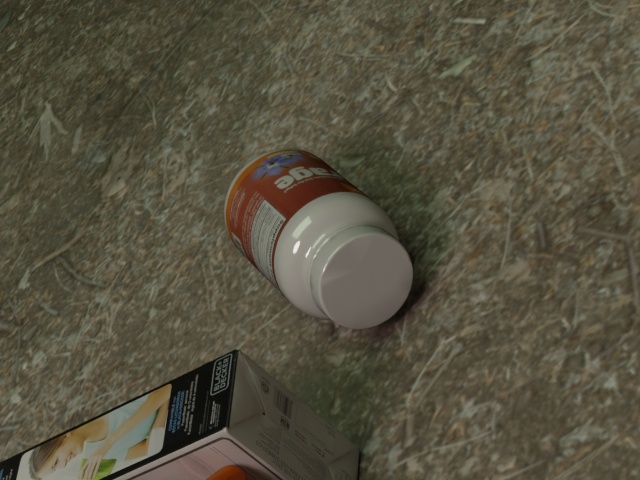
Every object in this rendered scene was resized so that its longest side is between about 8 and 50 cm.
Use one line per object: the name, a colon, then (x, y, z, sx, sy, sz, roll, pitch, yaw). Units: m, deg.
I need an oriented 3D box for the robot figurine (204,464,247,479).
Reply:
robot figurine: (-0.096, 0.288, 1.425, 0.219, 0.158, 0.128, -66, 25, 18)

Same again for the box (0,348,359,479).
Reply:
box: (-0.130, 0.218, 1.544, 0.290, 0.169, 0.087, -25, 39, 29)

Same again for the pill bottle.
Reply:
pill bottle: (0.000, 0.000, 1.680, 0.121, 0.121, 0.216, -47, 31, -1)
